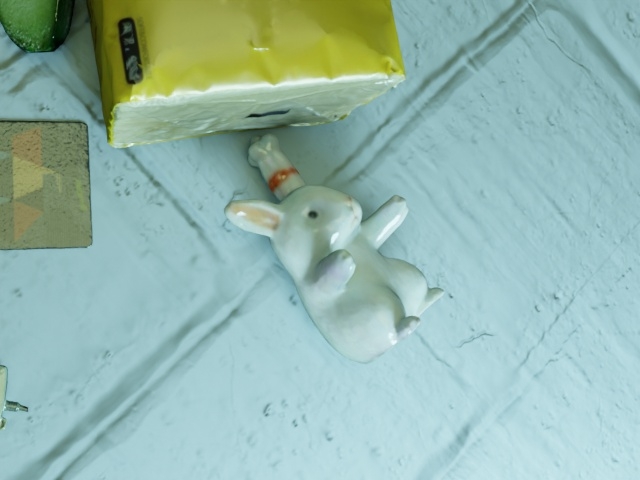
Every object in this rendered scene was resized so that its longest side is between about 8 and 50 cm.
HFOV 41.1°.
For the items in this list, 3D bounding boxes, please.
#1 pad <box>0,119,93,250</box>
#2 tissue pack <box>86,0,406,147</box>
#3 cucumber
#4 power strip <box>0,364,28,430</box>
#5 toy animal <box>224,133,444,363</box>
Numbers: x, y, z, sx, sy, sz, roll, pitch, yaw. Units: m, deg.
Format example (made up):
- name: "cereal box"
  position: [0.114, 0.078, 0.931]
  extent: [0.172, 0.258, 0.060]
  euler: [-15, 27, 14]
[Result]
- name: "pad"
  position: [-0.350, -0.059, 0.895]
  extent: [0.211, 0.003, 0.143]
  euler: [-2, 84, -18]
- name: "tissue pack"
  position: [-0.104, -0.311, 0.886]
  extent: [0.293, 0.228, 0.382]
  euler: [-9, 85, -16]
- name: "cucumber"
  position: [-0.308, -0.314, 0.904]
  extent: [0.115, 0.063, 0.244]
  euler: [-8, 88, 20]
- name: "power strip"
  position: [-0.404, 0.151, 0.839]
  extent: [0.227, 0.029, 0.080]
  euler: [11, 78, -15]
- name: "toy animal"
  position: [0.014, 0.001, 0.929]
  extent: [0.282, 0.138, 0.140]
  euler: [59, 36, -8]
